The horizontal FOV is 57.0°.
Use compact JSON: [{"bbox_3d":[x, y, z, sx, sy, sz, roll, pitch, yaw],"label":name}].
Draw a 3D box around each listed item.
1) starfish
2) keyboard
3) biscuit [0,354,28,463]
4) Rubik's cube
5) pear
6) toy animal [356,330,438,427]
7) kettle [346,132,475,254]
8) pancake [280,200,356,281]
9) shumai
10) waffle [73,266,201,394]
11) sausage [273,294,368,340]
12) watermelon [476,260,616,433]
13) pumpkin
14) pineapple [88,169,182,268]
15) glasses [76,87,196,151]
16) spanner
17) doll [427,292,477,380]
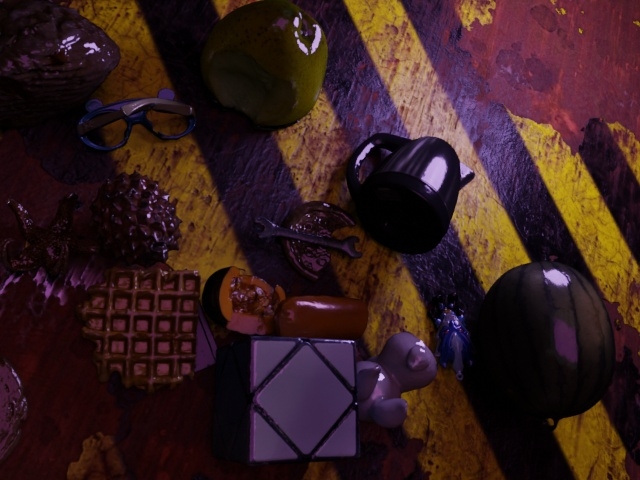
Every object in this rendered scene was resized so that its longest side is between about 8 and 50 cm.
[{"bbox_3d":[-0.469,-0.011,1.040,0.190,0.074,0.146,6,73,6],"label":"starfish"},{"bbox_3d":[-0.249,0.153,1.133,0.060,0.018,0.195,-19,80,-21],"label":"keyboard"},{"bbox_3d":[-0.583,0.272,0.934,0.226,0.042,0.226,8,67,-20],"label":"biscuit"},{"bbox_3d":[-0.066,0.282,1.048,0.207,0.205,0.205,5,73,-24],"label":"Rubik's cube"},{"bbox_3d":[-0.108,-0.379,1.252,0.292,0.292,0.159,26,55,-13],"label":"pear"},{"bbox_3d":[0.139,0.273,1.162,0.193,0.178,0.127,-32,84,-30],"label":"toy animal"},{"bbox_3d":[0.210,-0.131,1.349,0.271,0.251,0.207,-55,127,-35],"label":"kettle"},{"bbox_3d":[0.000,0.000,1.288,0.184,0.020,0.190,5,70,-22],"label":"pancake"},{"bbox_3d":[-0.561,-0.377,1.072,0.346,0.217,0.283,-18,80,-22],"label":"shumai"},{"bbox_3d":[-0.333,0.159,1.065,0.219,0.057,0.229,5,73,-16],"label":"waffle"},{"bbox_3d":[0.002,0.158,1.169,0.238,0.098,0.098,6,68,-44],"label":"sausage"},{"bbox_3d":[0.482,0.224,1.268,0.279,0.279,0.359,10,65,-20],"label":"watermelon"},{"bbox_3d":[-0.159,0.116,1.127,0.183,0.108,0.119,34,57,-45],"label":"pumpkin"},{"bbox_3d":[-0.326,-0.027,1.064,0.166,0.166,0.193,-27,59,-28],"label":"pineapple"},{"bbox_3d":[-0.348,-0.230,1.153,0.239,0.207,0.102,-14,113,-22],"label":"glasses"},{"bbox_3d":[-0.024,-0.005,1.260,0.254,0.015,0.054,12,69,-19],"label":"spanner"},{"bbox_3d":[0.294,0.215,1.312,0.096,0.070,0.195,-5,65,-1],"label":"doll"}]
